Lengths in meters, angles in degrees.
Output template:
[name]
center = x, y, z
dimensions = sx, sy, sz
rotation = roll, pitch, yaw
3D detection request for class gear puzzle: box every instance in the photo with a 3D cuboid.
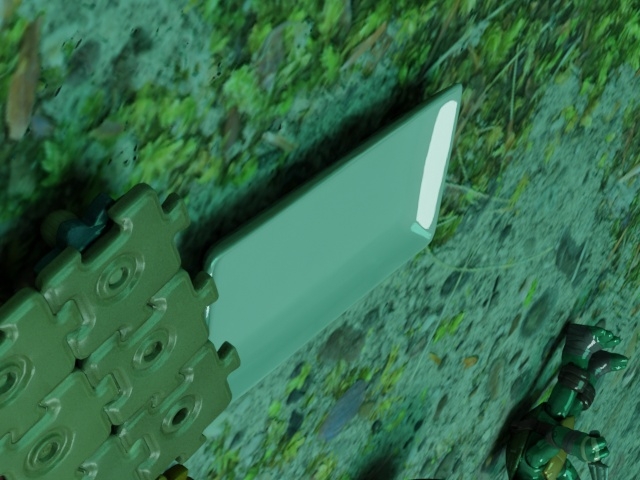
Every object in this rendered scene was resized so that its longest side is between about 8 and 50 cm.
[gear puzzle]
center = -0.126, 0.099, 0.943
dimensions = 0.175, 0.044, 0.339
rotation = -45, 152, -19

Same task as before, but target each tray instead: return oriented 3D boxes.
[tray]
center = 0.000, 0.000, 1.086
dimensions = 0.270, 0.030, 0.145
rotation = -37, 148, -41

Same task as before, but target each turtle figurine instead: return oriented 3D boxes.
[turtle figurine]
center = 0.252, 0.211, 1.695
dimensions = 0.175, 0.118, 0.234
rotation = 88, 22, -73

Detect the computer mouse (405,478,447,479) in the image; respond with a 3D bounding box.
[computer mouse]
center = 0.020, 0.285, 1.403
dimensions = 0.272, 0.072, 0.188
rotation = -36, 151, -19
